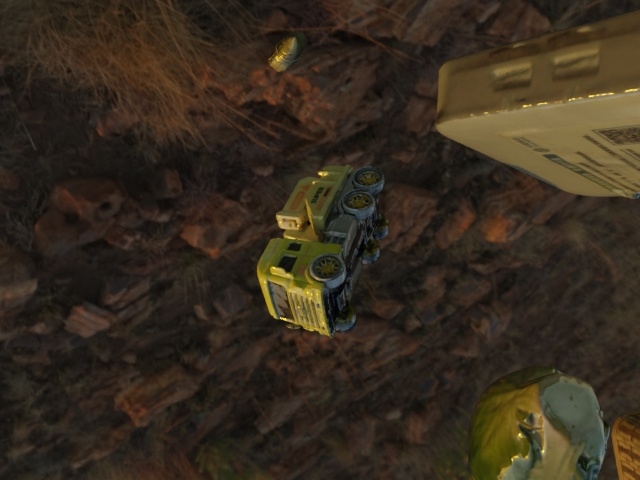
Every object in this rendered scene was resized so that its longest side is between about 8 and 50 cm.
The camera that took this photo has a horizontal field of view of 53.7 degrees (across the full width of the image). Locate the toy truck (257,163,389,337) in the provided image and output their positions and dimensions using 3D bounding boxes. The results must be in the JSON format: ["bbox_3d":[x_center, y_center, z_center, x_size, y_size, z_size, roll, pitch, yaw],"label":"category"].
[{"bbox_3d":[0.000,0.000,0.937,0.124,0.157,0.272,77,29,-45],"label":"toy truck"}]

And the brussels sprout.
[{"bbox_3d":[0.343,0.309,0.990,0.219,0.210,0.271,-54,163,-39],"label":"brussels sprout"}]

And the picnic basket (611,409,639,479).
[{"bbox_3d":[0.436,0.239,0.504,0.312,0.228,0.175,-9,177,0],"label":"picnic basket"}]

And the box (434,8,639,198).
[{"bbox_3d":[0.387,-0.138,0.732,0.395,0.396,0.111,15,82,-40],"label":"box"}]

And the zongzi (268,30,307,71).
[{"bbox_3d":[-0.048,-0.396,1.246,0.104,0.052,0.113,-60,-169,-30],"label":"zongzi"}]
